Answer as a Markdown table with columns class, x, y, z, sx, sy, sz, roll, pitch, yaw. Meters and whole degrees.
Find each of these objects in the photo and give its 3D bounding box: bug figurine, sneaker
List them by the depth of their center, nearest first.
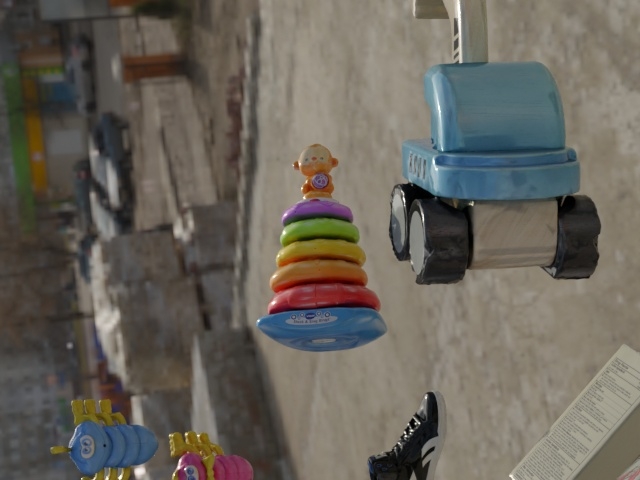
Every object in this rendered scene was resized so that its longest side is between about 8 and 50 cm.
| class | x | y | z | sx | sy | sz | roll | pitch | yaw |
| --- | --- | --- | --- | --- | --- | --- | --- | --- | --- |
| bug figurine | -0.126 | 0.263 | 1.015 | 0.072 | 0.216 | 0.279 | -17 | 79 | 36 |
| sneaker | 0.149 | 0.371 | 2.155 | 0.079 | 0.121 | 0.216 | -153 | 71 | -72 |

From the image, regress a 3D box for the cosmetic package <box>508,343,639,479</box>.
| class | x | y | z | sx | sy | sz | roll | pitch | yaw |
| --- | --- | --- | --- | --- | --- | --- | --- | --- | --- |
| cosmetic package | 0.467 | 0.333 | 1.949 | 0.129 | 0.296 | 0.153 | 41 | -178 | -19 |

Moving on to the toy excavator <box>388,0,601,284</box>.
| class | x | y | z | sx | sy | sz | roll | pitch | yaw |
| --- | --- | --- | --- | --- | --- | --- | --- | --- | --- |
| toy excavator | 0.207 | -0.193 | 1.592 | 0.433 | 0.222 | 0.445 | -125 | 35 | -77 |

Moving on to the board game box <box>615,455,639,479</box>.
| class | x | y | z | sx | sy | sz | roll | pitch | yaw |
| --- | --- | --- | --- | --- | --- | --- | --- | --- | --- |
| board game box | 0.388 | 0.360 | 1.175 | 0.303 | 0.224 | 0.097 | 53 | 144 | 9 |

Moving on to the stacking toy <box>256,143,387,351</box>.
| class | x | y | z | sx | sy | sz | roll | pitch | yaw |
| --- | --- | --- | --- | --- | --- | --- | --- | --- | --- |
| stacking toy | 0.000 | 0.000 | 1.748 | 0.166 | 0.175 | 0.301 | 54 | -147 | -71 |
